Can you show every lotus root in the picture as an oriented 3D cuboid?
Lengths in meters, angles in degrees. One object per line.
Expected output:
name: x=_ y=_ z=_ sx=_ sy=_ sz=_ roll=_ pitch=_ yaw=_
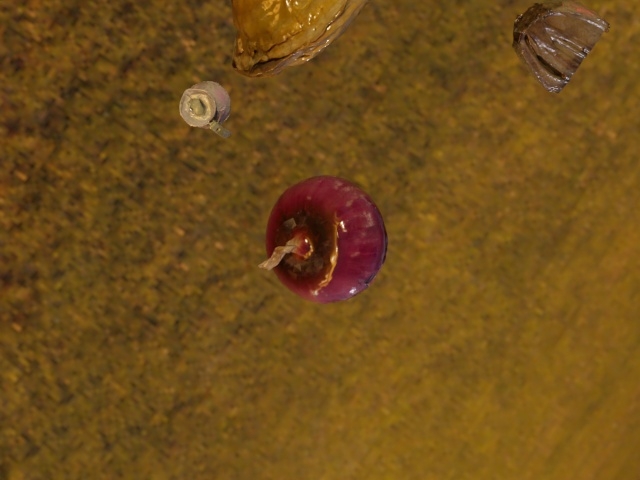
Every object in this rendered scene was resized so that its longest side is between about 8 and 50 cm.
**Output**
lotus root: x=0.361 y=-0.325 z=2.094 sx=0.144 sy=0.070 sz=0.143 roll=28 pitch=113 yaw=-38

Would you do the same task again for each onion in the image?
onion: x=0.006 y=-0.002 z=1.827 sx=0.177 sy=0.177 sz=0.153 roll=-55 pitch=158 yaw=-2

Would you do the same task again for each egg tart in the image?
egg tart: x=-0.038 y=-0.359 z=1.887 sx=0.116 sy=0.295 sz=0.295 roll=45 pitch=77 yaw=-30

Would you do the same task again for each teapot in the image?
teapot: x=-0.149 y=-0.170 z=1.760 sx=0.064 sy=0.083 sz=0.064 roll=-36 pitch=-179 yaw=14
